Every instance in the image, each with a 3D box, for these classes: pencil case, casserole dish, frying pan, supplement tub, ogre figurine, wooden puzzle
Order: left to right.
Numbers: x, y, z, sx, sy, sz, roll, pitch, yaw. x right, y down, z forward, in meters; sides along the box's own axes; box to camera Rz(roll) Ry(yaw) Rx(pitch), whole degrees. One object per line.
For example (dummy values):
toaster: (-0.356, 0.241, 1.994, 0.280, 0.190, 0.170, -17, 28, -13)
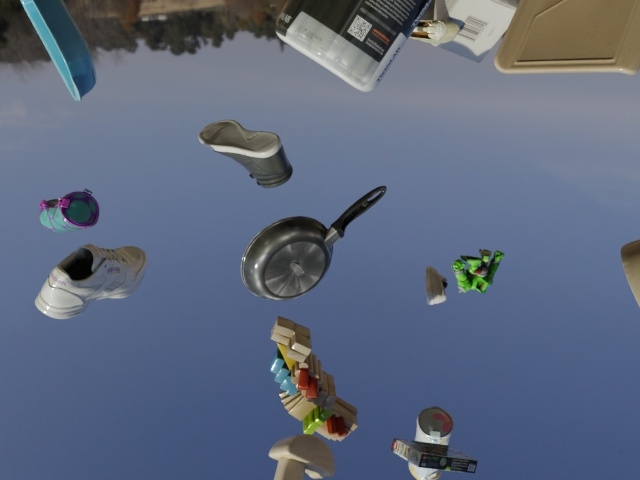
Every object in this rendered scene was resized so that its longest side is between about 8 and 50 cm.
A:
casserole dish: (-0.322, -0.259, 0.719, 0.037, 0.188, 0.114, -28, 176, -20)
pencil case: (-0.436, -0.049, 1.025, 0.152, 0.070, 0.064, -5, -129, 51)
frying pan: (0.000, 0.024, 1.184, 0.326, 0.197, 0.053, -18, -142, -17)
supplement tub: (0.085, -0.409, 0.919, 0.194, 0.316, 0.193, 32, -166, -9)
pencil case: (0.342, 0.640, 1.849, 0.114, 0.273, 0.124, 17, -139, 19)
ogre figurine: (0.492, 0.100, 1.867, 0.097, 0.118, 0.197, 18, -155, 36)
wooden puzzle: (0.458, -0.377, 1.049, 0.239, 0.044, 0.220, 14, -111, 34)

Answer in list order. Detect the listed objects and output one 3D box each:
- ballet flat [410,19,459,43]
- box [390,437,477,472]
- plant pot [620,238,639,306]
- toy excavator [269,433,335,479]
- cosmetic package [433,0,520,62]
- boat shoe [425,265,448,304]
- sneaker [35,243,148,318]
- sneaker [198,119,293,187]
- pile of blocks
ballet flat: (0.255, -0.515, 1.460, 0.168, 0.057, 0.052, 8, -162, 18)
box: (0.299, 0.566, 1.557, 0.207, 0.036, 0.114, 19, 174, -32)
plant pot: (0.730, 0.092, 1.106, 0.191, 0.284, 0.284, -33, -176, 35)
toy excavator: (-0.027, 0.677, 1.166, 0.222, 0.445, 0.433, -29, -170, 47)
cosmetic package: (0.409, -0.683, 1.561, 0.155, 0.197, 0.365, 17, -118, -11)
boat shoe: (0.330, 0.124, 1.684, 0.063, 0.066, 0.184, -1, -163, 9)
sneaker: (-0.490, 0.067, 1.342, 0.114, 0.152, 0.305, 36, -151, 9)
sneaker: (-0.190, -0.212, 1.504, 0.296, 0.146, 0.104, 21, -119, 38)
pile of blocks: (-0.036, 0.349, 1.361, 0.149, 0.362, 0.112, -25, -158, 8)
